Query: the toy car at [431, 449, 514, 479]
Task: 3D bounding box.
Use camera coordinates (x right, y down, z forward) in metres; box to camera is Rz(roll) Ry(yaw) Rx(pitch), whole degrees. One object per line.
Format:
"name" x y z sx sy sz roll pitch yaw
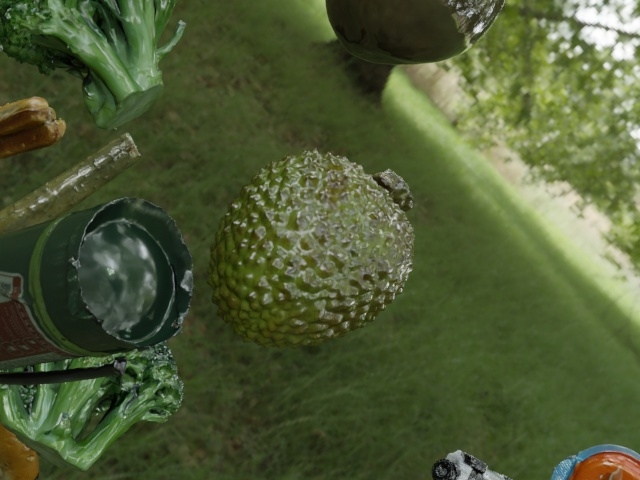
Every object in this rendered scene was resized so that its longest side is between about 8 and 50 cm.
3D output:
"toy car" 0.222 0.363 1.432 0.070 0.080 0.171 19 -12 49

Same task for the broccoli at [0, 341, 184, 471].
"broccoli" -0.323 0.172 1.263 0.295 0.265 0.245 21 49 -3

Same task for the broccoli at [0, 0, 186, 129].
"broccoli" -0.245 -0.244 1.032 0.261 0.269 0.241 -26 82 -38

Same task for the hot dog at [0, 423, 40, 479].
"hot dog" -0.537 0.273 1.596 0.158 0.117 0.348 35 -35 28

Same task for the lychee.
"lychee" -0.006 0.008 1.308 0.270 0.320 0.270 31 -8 5

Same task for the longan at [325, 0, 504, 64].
"longan" 0.113 -0.313 1.181 0.215 0.246 0.246 50 12 3

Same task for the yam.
"yam" -0.526 -0.091 1.944 0.083 0.372 0.083 57 2 -3

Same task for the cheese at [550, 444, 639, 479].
"cheese" 0.351 0.292 0.982 0.256 0.106 0.037 27 -1 33

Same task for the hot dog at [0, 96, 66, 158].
"hot dog" -0.401 -0.147 1.281 0.071 0.165 0.045 48 53 -33

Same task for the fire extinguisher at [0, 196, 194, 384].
"fire extinguisher" -0.219 0.046 0.648 0.118 0.294 0.093 58 40 -24
